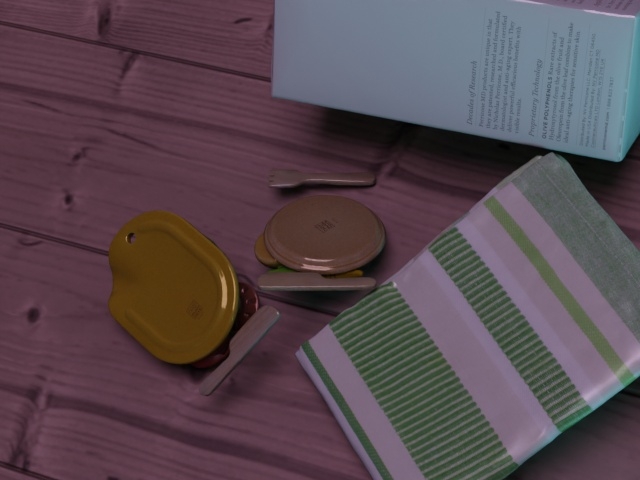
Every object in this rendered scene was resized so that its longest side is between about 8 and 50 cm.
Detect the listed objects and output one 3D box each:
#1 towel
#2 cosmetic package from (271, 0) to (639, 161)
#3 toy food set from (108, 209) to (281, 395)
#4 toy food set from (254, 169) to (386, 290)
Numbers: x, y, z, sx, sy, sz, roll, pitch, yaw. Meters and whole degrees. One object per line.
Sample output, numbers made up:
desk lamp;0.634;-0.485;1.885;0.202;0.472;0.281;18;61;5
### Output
towel;0.154;0.094;1.492;0.325;0.038;0.248;-39;55;9
cosmetic package;0.152;-0.209;1.606;0.366;0.155;0.197;12;28;21
toy food set;-0.125;0.062;1.621;0.218;0.071;0.128;41;101;31
toy food set;0.000;0.000;1.621;0.132;0.038;0.192;1;39;3
